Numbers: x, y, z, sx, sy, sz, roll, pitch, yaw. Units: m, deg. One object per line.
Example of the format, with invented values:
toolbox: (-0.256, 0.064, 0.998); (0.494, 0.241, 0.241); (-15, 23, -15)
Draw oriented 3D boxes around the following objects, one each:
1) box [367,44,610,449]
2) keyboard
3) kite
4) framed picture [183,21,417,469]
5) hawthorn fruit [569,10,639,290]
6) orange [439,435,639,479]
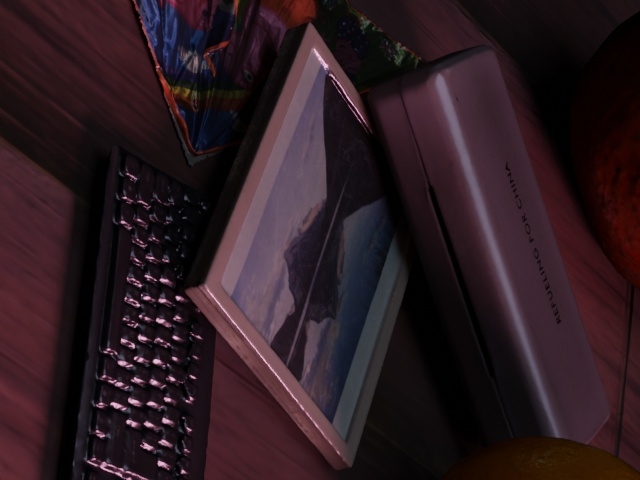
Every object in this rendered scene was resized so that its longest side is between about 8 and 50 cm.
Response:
box: (0.101, 0.011, 1.053); (0.103, 0.055, 0.243); (-30, 102, -60)
keyboard: (-0.082, 0.078, 0.841); (0.087, 0.017, 0.250); (31, 51, -40)
kite: (-0.044, -0.135, 0.987); (0.321, 0.016, 0.234); (37, 48, -37)
framed picture: (0.000, 0.000, 0.966); (0.150, 0.015, 0.203); (54, 38, -32)
hawthorn fruit: (0.266, -0.081, 1.205); (0.215, 0.215, 0.249); (-15, 87, -53)
orange: (0.112, 0.176, 0.945); (0.159, 0.159, 0.136); (18, 20, -47)
